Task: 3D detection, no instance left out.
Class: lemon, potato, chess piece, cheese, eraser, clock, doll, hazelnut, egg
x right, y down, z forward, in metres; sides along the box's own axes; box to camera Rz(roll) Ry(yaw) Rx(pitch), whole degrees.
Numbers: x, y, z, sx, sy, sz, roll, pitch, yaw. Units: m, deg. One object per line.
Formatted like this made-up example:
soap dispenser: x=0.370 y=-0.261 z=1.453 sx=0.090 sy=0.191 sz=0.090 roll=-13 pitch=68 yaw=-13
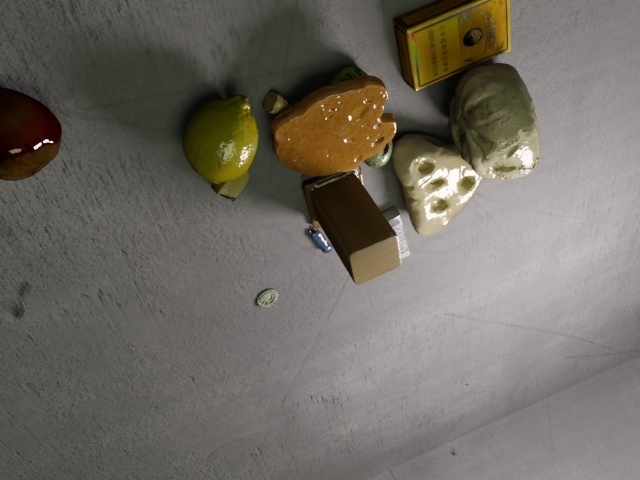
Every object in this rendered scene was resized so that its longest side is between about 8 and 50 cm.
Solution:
lemon: x=-0.246 y=-0.253 z=1.685 sx=0.184 sy=0.184 sz=0.248 roll=7 pitch=120 yaw=-32
potato: x=-0.245 y=-0.170 z=1.846 sx=0.103 sy=0.066 sz=0.096 roll=-50 pitch=158 yaw=7
chess piece: x=-0.066 y=-0.342 z=1.793 sx=0.172 sy=0.060 sz=0.060 roll=14 pitch=121 yaw=-39
cheese: x=0.329 y=-0.161 z=2.107 sx=0.351 sy=0.129 sz=0.328 roll=2 pitch=127 yaw=-30
eraser: x=0.238 y=-0.012 z=2.255 sx=0.092 sy=0.046 sz=0.212 roll=-27 pitch=136 yaw=-4
clock: x=-0.174 y=0.193 z=2.248 sx=0.074 sy=0.010 sz=0.083 roll=8 pitch=124 yaw=-33
doll: x=0.000 y=0.000 z=2.157 sx=0.037 sy=0.027 sz=0.125 roll=-35 pitch=133 yaw=4
hazelnut: x=-0.685 y=-0.239 z=1.483 sx=0.208 sy=0.208 sz=0.208 roll=-15 pitch=134 yaw=-16
egg: x=0.167 y=-0.263 z=1.962 sx=0.085 sy=0.085 sz=0.110 roll=12 pitch=126 yaw=-35

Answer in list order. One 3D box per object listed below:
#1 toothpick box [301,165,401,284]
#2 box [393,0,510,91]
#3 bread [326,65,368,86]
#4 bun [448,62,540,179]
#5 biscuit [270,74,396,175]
toothpick box: x=0.098 y=-0.044 z=1.967 sx=0.188 sy=0.308 sz=0.190 roll=-22 pitch=138 yaw=-9
box: x=0.357 y=-0.548 z=1.807 sx=0.302 sy=0.084 sz=0.192 roll=-25 pitch=137 yaw=-6
bread: x=0.074 y=-0.395 z=1.808 sx=0.139 sy=0.071 sz=0.130 roll=-32 pitch=141 yaw=2
bun: x=0.478 y=-0.325 z=1.904 sx=0.211 sy=0.359 sz=0.359 roll=-16 pitch=136 yaw=6
biscuit: x=0.045 y=-0.298 z=1.810 sx=0.351 sy=0.057 sz=0.312 roll=-31 pitch=144 yaw=21
